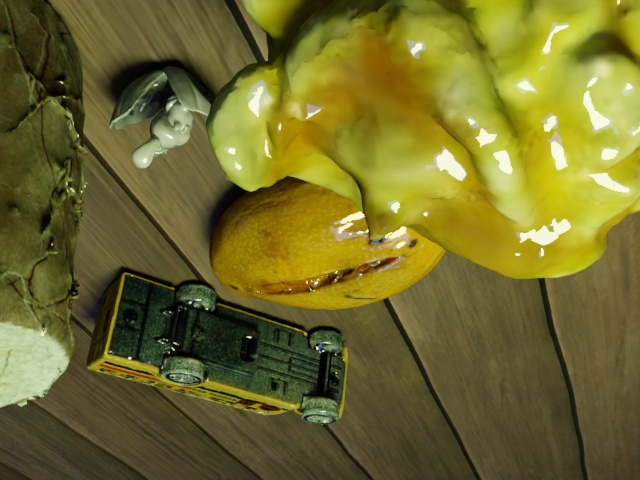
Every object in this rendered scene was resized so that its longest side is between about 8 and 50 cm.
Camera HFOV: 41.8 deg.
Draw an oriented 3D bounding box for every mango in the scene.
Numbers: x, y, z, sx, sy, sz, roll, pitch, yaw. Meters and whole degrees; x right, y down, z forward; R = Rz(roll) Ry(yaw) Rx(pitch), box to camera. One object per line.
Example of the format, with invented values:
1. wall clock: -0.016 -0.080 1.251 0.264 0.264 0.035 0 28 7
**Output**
1. mango: 0.001 0.005 0.872 0.295 0.120 0.177 -21 138 25

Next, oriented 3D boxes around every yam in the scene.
1. yam: -0.306 -0.044 0.642 0.241 0.348 0.241 -8 154 -4

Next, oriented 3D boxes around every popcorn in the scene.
1. popcorn: 0.099 -0.130 0.573 0.336 0.274 0.279 26 -168 26

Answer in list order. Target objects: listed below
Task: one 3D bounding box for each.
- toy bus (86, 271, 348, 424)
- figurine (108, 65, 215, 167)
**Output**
1. toy bus: -0.122 0.150 1.075 0.336 0.121 0.123 22 147 -29
2. figurine: -0.138 -0.110 0.749 0.086 0.094 0.082 -43 91 9
